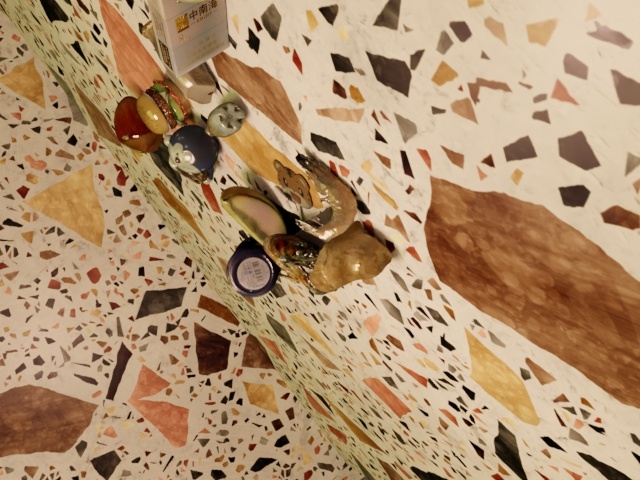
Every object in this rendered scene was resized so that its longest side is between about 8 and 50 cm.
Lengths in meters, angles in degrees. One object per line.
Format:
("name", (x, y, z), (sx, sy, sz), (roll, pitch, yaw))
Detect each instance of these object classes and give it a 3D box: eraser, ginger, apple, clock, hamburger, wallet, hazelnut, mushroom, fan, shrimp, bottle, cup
("eraser", (0.001, 0.000, 1.559), (0.111, 0.077, 0.352), (54, 160, 0))
("ginger", (0.074, 0.061, 1.338), (0.123, 0.193, 0.115), (27, 155, 49))
("apple", (-0.199, -0.084, 1.769), (0.265, 0.120, 0.193), (49, 179, -27))
("clock", (-0.413, -0.280, 1.850), (0.200, 0.146, 0.243), (37, 164, -8))
("hamburger", (-0.504, -0.415, 1.826), (0.175, 0.137, 0.175), (40, 158, 20))
("wallet", (-0.107, -0.123, 1.644), (0.083, 0.011, 0.044), (46, 165, 46))
("hazelnut", (-0.676, -0.423, 2.117), (0.181, 0.181, 0.212), (28, 168, 3))
("mushroom", (-0.366, -0.469, 1.506), (0.096, 0.108, 0.247), (-31, 102, 29))
("fan", (-0.065, -0.117, 1.590), (0.153, 0.008, 0.226), (36, 154, 35))
("shrimp", (-0.045, 0.070, 1.580), (0.233, 0.071, 0.365), (50, 161, -18))
("bottle", (-0.274, -0.322, 1.581), (0.083, 0.083, 0.270), (57, 164, -16))
("cup", (-0.172, 0.077, 1.888), (0.256, 0.255, 0.178), (-112, 10, -83))
("shrimp", (-0.010, -0.101, 1.354), (0.219, 0.152, 0.046), (52, -156, 16))

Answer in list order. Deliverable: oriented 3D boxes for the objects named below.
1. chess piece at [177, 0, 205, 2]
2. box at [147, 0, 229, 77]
("chess piece", (-0.191, -0.552, 0.956), (0.175, 0.176, 0.298), (53, 147, -5))
("box", (-0.277, -0.478, 1.216), (0.067, 0.155, 0.243), (44, 160, 15))
